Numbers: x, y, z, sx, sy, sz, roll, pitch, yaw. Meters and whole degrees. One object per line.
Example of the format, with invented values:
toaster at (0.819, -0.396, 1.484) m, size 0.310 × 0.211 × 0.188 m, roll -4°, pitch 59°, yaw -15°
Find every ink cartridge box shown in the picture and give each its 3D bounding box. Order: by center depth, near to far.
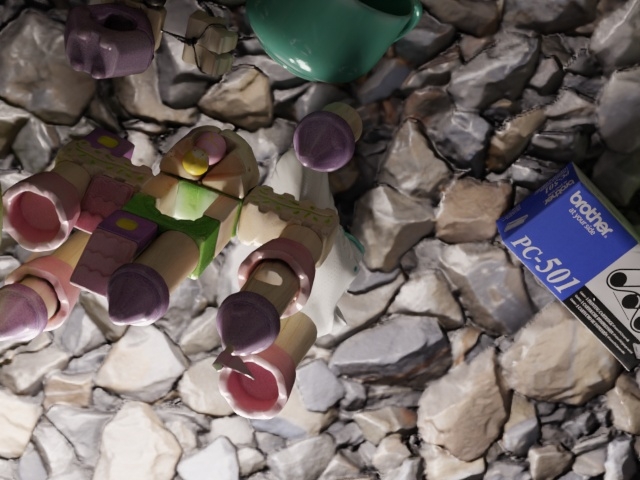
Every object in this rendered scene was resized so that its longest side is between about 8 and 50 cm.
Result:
ink cartridge box at (0.273, 0.027, 1.754) m, size 0.097 × 0.046 × 0.207 m, roll -39°, pitch 115°, yaw 16°

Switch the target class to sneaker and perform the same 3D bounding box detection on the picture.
sneaker at (0.000, 0.000, 1.713) m, size 0.094 × 0.080 × 0.212 m, roll -5°, pitch 126°, yaw -17°

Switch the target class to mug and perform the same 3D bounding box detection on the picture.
mug at (0.012, -0.191, 1.560) m, size 0.158 × 0.129 × 0.097 m, roll 29°, pitch 117°, yaw -19°

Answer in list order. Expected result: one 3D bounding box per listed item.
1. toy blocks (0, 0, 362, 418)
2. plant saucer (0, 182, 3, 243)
toy blocks at (-0.138, -0.008, 1.538) m, size 0.289 × 0.260 × 0.309 m, roll 21°, pitch 119°, yaw 11°
plant saucer at (-0.341, -0.028, 1.593) m, size 0.037 × 0.241 × 0.241 m, roll -2°, pitch 126°, yaw -39°
